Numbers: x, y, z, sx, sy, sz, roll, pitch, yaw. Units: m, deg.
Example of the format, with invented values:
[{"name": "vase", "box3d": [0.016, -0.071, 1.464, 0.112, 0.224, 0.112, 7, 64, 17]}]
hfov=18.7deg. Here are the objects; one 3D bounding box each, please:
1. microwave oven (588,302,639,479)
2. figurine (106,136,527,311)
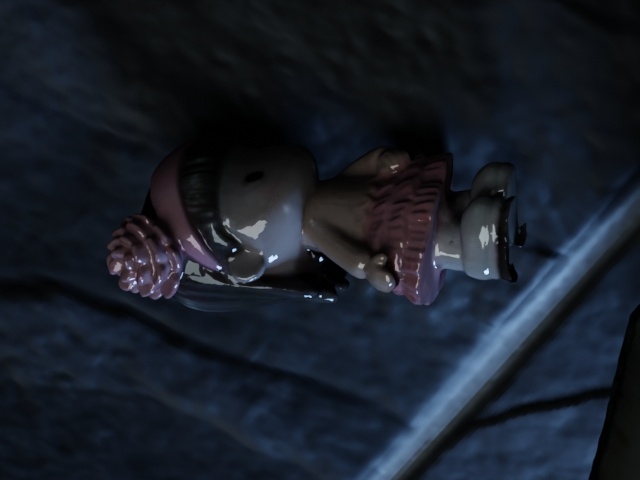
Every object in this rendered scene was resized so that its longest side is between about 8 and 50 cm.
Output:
[{"name": "microwave oven", "box3d": [0.182, 0.060, 0.546, 0.178, 0.188, 0.247, 26, 134, 22]}, {"name": "figurine", "box3d": [0.000, 0.000, 0.628, 0.129, 0.072, 0.054, 5, 128, 11]}]
